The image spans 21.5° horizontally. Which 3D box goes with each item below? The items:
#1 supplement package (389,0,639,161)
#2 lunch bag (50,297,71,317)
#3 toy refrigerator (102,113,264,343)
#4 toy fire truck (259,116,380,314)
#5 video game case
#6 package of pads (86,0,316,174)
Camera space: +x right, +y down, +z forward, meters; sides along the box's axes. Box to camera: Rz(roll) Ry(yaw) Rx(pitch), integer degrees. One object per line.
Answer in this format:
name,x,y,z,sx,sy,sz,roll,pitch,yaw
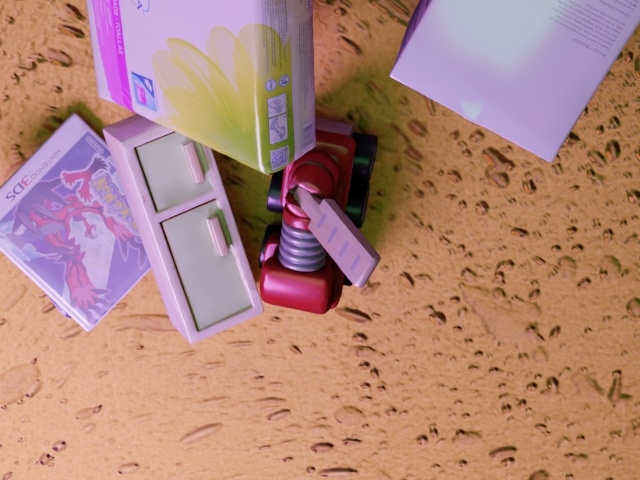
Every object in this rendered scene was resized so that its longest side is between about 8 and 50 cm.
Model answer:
supplement package,0.228,-0.267,1.786,0.199,0.198,0.263,28,117,-4
lunch bag,-0.310,0.039,2.107,0.065,0.067,0.098,-32,104,22
toy refrigerator,-0.161,-0.022,2.014,0.102,0.094,0.269,-23,112,-15
toy fire truck,0.000,0.000,1.929,0.158,0.246,0.217,12,117,5
video game case,-0.292,-0.022,2.052,0.201,0.023,0.183,45,85,-12
package of pads,-0.133,-0.230,1.847,0.296,0.101,0.229,25,131,36
